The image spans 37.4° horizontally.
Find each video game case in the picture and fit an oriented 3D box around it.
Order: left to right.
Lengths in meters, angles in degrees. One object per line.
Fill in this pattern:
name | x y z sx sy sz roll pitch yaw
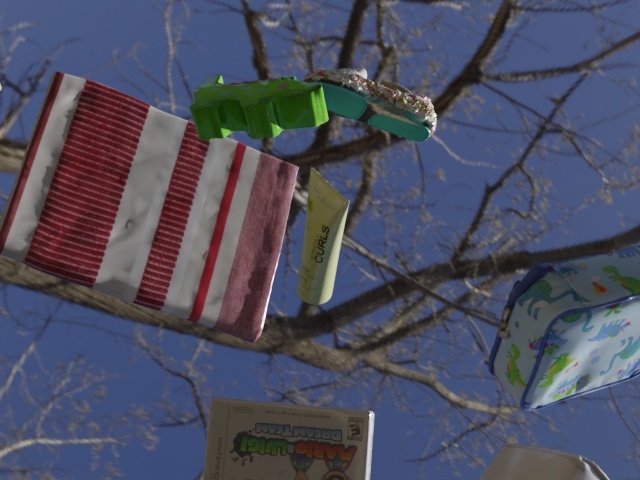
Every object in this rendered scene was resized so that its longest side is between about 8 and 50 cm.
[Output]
video game case | -0.033 0.218 0.843 0.157 0.019 0.143 1 -100 20

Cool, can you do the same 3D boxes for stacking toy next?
stacking toy | -0.113 -0.123 0.381 0.221 0.167 0.052 2 -141 17

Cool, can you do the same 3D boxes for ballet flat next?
ballet flat | 0.078 -0.227 1.501 0.091 0.241 0.077 -35 -139 54

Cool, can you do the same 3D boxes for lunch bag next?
lunch bag | 0.304 0.101 1.076 0.219 0.176 0.090 -12 -137 -23

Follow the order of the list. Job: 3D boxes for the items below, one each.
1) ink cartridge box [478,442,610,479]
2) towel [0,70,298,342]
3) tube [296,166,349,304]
ink cartridge box | 0.135 0.268 0.626 0.218 0.158 0.092 -47 -163 -21
towel | -0.194 -0.037 1.122 0.037 0.329 0.237 -24 -131 58
tube | 0.000 0.000 1.486 0.070 0.240 0.062 13 -136 3
